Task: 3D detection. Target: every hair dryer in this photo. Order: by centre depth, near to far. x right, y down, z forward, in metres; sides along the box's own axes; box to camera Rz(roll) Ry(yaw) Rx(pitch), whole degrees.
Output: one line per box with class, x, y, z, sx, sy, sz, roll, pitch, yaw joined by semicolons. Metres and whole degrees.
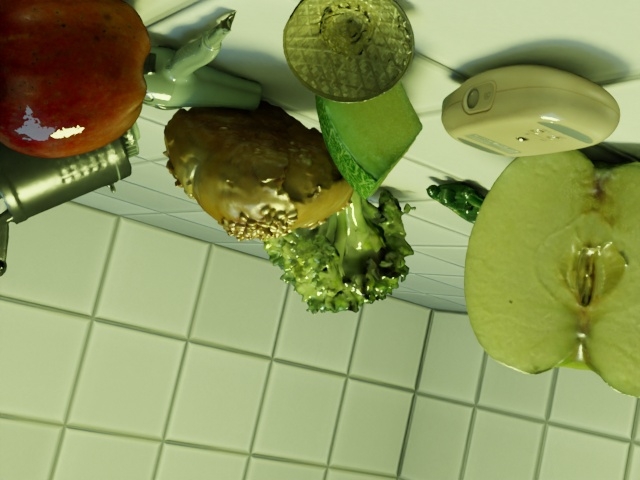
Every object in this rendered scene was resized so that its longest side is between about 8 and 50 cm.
hair dryer;-0.138;-0.234;1.258;0.267;0.092;0.229;-7;169;39

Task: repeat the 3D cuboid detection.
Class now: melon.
melon;0.069;-0.148;1.234;0.124;0.196;0.323;-17;173;5

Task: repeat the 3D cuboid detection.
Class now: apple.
apple;-0.327;-0.212;1.124;0.234;0.234;0.234;13;172;2
apple;0.411;0.040;1.342;0.320;0.360;0.311;-2;-164;-17

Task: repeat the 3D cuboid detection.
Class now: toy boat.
toy boat;0.284;-0.070;1.750;0.104;0.052;0.210;5;168;33

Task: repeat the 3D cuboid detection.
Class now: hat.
hat;0.032;-0.233;1.013;0.146;0.067;0.146;2;130;3

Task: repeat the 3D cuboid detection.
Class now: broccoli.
broccoli;0.042;-0.031;1.875;0.293;0.347;0.280;-23;147;-20

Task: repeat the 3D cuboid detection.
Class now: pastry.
pastry;-0.096;-0.103;1.364;0.255;0.161;0.311;-8;-149;-38

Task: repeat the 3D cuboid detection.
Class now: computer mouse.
computer mouse;0.249;-0.158;1.088;0.145;0.081;0.236;16;173;-24

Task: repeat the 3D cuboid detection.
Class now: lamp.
lamp;-0.432;-0.152;1.472;0.272;0.374;0.205;-7;-157;-23
